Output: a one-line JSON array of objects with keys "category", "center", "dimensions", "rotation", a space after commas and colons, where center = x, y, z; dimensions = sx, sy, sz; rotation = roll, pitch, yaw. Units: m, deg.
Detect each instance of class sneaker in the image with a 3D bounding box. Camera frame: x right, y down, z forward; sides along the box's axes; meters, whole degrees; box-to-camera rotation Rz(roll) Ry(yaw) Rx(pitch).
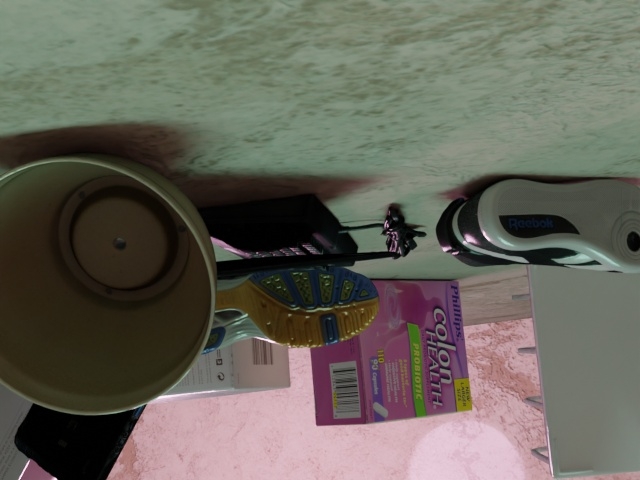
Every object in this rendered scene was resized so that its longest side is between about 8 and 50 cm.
[{"category": "sneaker", "center": [0.204, -0.011, 0.843], "dimensions": [0.217, 0.079, 0.121], "rotation": [9, 169, -26]}, {"category": "sneaker", "center": [-0.073, 0.074, 1.181], "dimensions": [0.296, 0.112, 0.131], "rotation": [-5, -172, 5]}]

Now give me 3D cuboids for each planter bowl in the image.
[{"category": "planter bowl", "center": [-0.139, 0.015, 0.598], "dimensions": [0.162, 0.162, 0.109], "rotation": [-6, -163, 5]}]

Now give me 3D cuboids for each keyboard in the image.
[{"category": "keyboard", "center": [0.000, 0.000, 0.910], "dimensions": [0.201, 0.033, 0.317], "rotation": [-7, 171, 8]}]

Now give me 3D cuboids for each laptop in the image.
[{"category": "laptop", "center": [-0.103, 0.091, 0.757], "dimensions": [0.136, 0.264, 0.234], "rotation": [35, 162, -23]}]

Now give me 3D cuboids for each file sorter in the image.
[{"category": "file sorter", "center": [0.338, 0.123, 1.115], "dimensions": [0.192, 0.278, 0.173], "rotation": [-5, 175, -1]}]

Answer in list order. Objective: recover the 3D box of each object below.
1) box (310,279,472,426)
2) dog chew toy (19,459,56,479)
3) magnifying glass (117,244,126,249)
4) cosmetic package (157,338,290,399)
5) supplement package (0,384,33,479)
[{"category": "box", "center": [0.110, 0.175, 1.470], "dimensions": [0.243, 0.214, 0.117], "rotation": [3, 168, -42]}, {"category": "dog chew toy", "center": [-0.524, 0.289, 1.522], "dimensions": [0.206, 0.207, 0.332], "rotation": [-2, 128, -17]}, {"category": "magnifying glass", "center": [-0.199, 0.027, 0.993], "dimensions": [0.092, 0.026, 0.231], "rotation": [1, 167, -35]}, {"category": "cosmetic package", "center": [-0.257, 0.201, 1.606], "dimensions": [0.365, 0.155, 0.197], "rotation": [-9, 169, 25]}, {"category": "supplement package", "center": [-0.446, 0.176, 0.923], "dimensions": [0.293, 0.175, 0.177], "rotation": [32, 156, -20]}]
